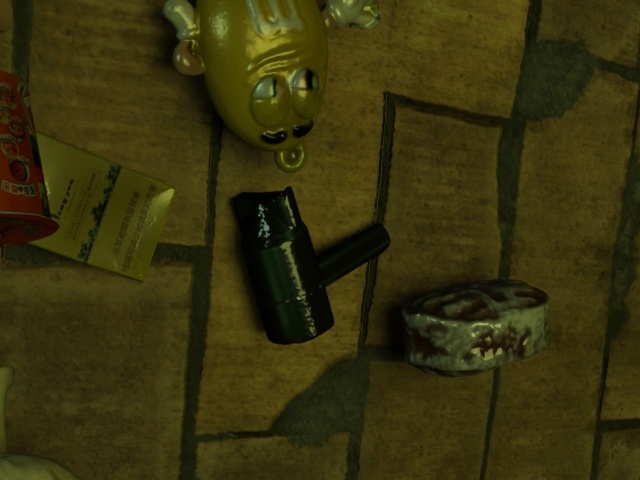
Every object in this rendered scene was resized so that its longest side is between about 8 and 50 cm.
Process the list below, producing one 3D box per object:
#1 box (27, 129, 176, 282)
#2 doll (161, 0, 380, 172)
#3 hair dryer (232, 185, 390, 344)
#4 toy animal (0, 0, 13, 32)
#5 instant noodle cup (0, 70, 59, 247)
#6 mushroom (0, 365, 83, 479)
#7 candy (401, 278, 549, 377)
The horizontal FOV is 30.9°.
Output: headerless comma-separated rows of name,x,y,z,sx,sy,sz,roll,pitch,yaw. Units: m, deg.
box,-0.351,-0.052,1.663,0.279,0.041,0.153,23,84,-36
doll,-0.090,-0.355,1.747,0.423,0.161,0.348,43,73,-19
hair dryer,0.000,0.000,1.906,0.302,0.116,0.244,-29,113,-42
toy animal,-0.522,-0.344,1.400,0.195,0.256,0.213,-50,166,5
instant noodle cup,-0.463,-0.099,1.451,0.250,0.250,0.192,0,79,-37
mushroom,-0.453,0.341,1.534,0.314,0.314,0.336,6,62,-37
candy,0.274,0.155,2.045,0.290,0.214,0.157,-10,105,-33
